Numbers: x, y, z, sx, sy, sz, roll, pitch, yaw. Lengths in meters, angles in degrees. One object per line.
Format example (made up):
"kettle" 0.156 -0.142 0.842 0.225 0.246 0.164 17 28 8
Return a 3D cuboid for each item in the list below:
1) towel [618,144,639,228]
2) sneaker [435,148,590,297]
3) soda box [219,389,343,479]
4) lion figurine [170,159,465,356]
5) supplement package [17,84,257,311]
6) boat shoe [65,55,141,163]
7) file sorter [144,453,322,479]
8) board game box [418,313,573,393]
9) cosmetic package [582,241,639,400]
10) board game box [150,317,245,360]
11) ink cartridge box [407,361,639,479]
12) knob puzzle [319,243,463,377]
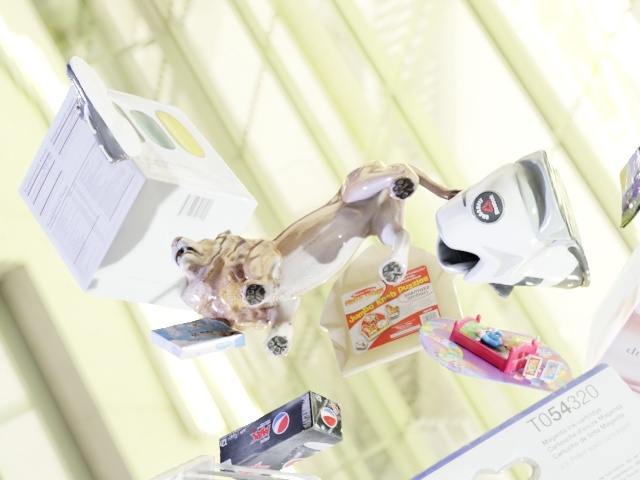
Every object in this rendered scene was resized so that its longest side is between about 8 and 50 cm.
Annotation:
"towel" 0.345 -0.060 2.026 0.009 0.083 0.060 16 -38 -12
"sneaker" 0.195 -0.008 1.909 0.146 0.122 0.330 -20 -19 11
"soda box" -0.051 0.252 2.321 0.169 0.053 0.060 -30 -42 34
"lion figurine" 0.000 0.000 2.239 0.392 0.142 0.240 -27 20 8
"supplement package" -0.264 -0.062 2.606 0.199 0.263 0.198 12 -64 -40
"boat shoe" -0.238 -0.136 1.941 0.038 0.125 0.046 -25 24 21
"file sorter" -0.104 0.369 2.124 0.173 0.193 0.277 5 2 12
"board game box" 0.188 0.106 1.918 0.168 0.133 0.033 13 -68 -10
"cosmetic package" 0.462 0.098 2.405 0.153 0.129 0.296 16 -34 -2
"board game box" -0.154 0.122 2.303 0.090 0.020 0.090 -13 19 -28
"ink cartridge box" 0.202 0.302 1.438 0.324 0.330 0.071 -27 -27 -23
"knob puzzle" 0.092 0.082 2.401 0.213 0.213 0.030 -30 -44 -1
